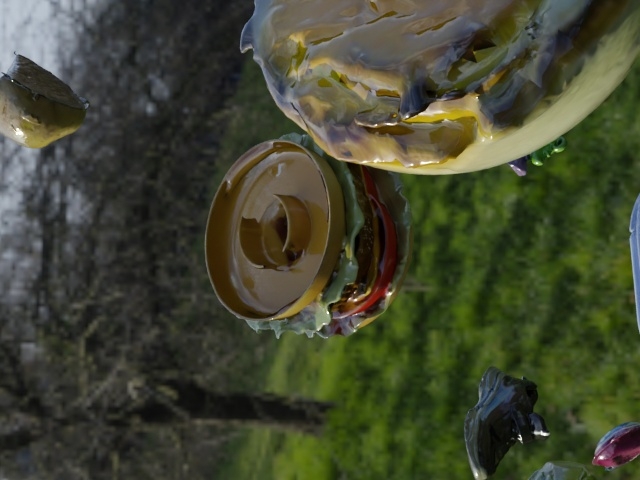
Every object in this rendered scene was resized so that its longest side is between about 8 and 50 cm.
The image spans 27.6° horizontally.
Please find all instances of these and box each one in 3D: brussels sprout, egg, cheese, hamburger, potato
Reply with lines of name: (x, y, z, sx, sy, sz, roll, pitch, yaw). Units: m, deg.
brussels sprout: (0.345, 0.394, 1.883, 0.155, 0.117, 0.155, -25, 60, 55)
egg: (0.106, -0.137, 0.763, 0.264, 0.174, 0.286, -48, 37, 4)
cheese: (0.401, 0.277, 1.734, 0.038, 0.095, 0.145, 60, 175, 27)
hamburger: (0.000, 0.000, 1.725, 0.274, 0.212, 0.274, -9, 77, 44)
potato: (-0.422, -0.195, 1.934, 0.098, 0.138, 0.243, -61, 14, 11)

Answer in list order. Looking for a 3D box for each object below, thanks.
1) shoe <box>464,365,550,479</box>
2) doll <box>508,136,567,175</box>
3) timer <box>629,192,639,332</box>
shoe: (0.240, 0.231, 1.635, 0.169, 0.099, 0.071, -66, -30, -43)
doll: (0.263, -0.154, 1.730, 0.050, 0.115, 0.190, 51, 174, -37)
timer: (0.578, 0.024, 1.720, 0.173, 0.395, 0.395, -25, 57, 45)
